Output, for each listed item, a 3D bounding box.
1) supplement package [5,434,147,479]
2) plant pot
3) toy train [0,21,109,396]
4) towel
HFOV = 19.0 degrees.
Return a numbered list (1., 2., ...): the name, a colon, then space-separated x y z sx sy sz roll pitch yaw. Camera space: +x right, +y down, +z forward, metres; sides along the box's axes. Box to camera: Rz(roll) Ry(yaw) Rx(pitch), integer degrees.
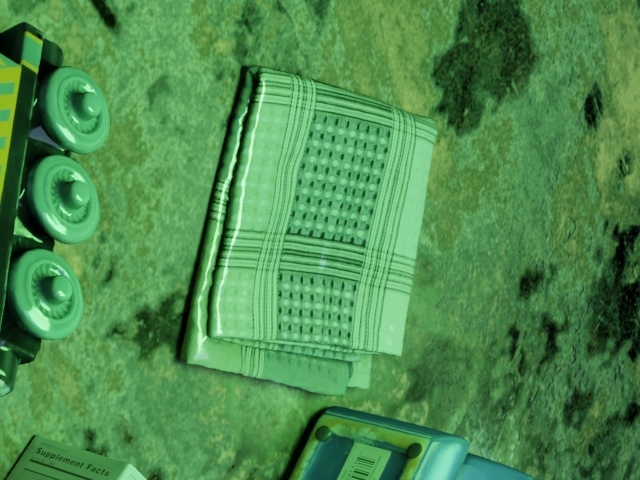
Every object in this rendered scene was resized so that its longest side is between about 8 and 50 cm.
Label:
1. supplement package: -0.246 0.322 1.739 0.244 0.139 0.134 -57 135 -23
2. plant pot: 0.084 0.315 2.064 0.212 0.236 0.236 42 68 -40
3. toy train: -0.283 -0.043 1.554 0.190 0.142 0.334 33 51 -42
4. towel: 0.000 0.000 2.017 0.312 0.056 0.324 13 90 -51
